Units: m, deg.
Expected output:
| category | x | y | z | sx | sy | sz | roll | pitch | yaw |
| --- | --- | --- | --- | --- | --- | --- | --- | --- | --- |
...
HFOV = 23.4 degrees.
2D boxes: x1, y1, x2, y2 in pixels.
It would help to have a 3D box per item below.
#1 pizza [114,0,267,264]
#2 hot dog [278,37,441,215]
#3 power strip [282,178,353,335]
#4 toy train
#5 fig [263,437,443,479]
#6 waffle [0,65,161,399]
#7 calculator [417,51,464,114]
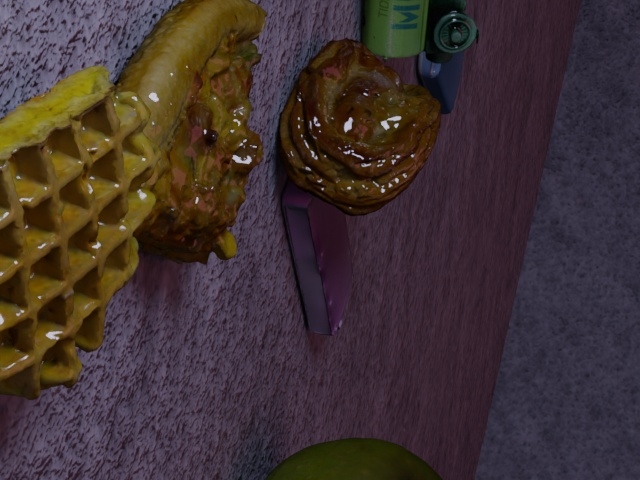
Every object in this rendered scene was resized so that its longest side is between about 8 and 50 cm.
| category | x | y | z | sx | sy | sz | roll | pitch | yaw |
| --- | --- | --- | --- | --- | --- | --- | --- | --- | --- |
| pizza | -0.123 | -0.114 | 1.356 | 0.268 | 0.087 | 0.257 | 20 | 76 | -71 |
| hot dog | 0.052 | -0.150 | 1.803 | 0.114 | 0.175 | 0.259 | -60 | -177 | 40 |
| power strip | 0.000 | 0.000 | 1.908 | 0.279 | 0.038 | 0.109 | 80 | 24 | -48 |
| toy train | 0.123 | -0.337 | 1.960 | 0.105 | 0.157 | 0.253 | -101 | -169 | -49 |
| fig | 0.017 | 0.373 | 1.785 | 0.326 | 0.258 | 0.258 | -37 | 135 | -50 |
| waffle | -0.191 | 0.006 | 1.132 | 0.229 | 0.057 | 0.219 | -42 | 139 | -47 |
| calculator | 0.190 | -0.279 | 2.422 | 0.210 | 0.039 | 0.121 | 54 | 48 | -69 |
